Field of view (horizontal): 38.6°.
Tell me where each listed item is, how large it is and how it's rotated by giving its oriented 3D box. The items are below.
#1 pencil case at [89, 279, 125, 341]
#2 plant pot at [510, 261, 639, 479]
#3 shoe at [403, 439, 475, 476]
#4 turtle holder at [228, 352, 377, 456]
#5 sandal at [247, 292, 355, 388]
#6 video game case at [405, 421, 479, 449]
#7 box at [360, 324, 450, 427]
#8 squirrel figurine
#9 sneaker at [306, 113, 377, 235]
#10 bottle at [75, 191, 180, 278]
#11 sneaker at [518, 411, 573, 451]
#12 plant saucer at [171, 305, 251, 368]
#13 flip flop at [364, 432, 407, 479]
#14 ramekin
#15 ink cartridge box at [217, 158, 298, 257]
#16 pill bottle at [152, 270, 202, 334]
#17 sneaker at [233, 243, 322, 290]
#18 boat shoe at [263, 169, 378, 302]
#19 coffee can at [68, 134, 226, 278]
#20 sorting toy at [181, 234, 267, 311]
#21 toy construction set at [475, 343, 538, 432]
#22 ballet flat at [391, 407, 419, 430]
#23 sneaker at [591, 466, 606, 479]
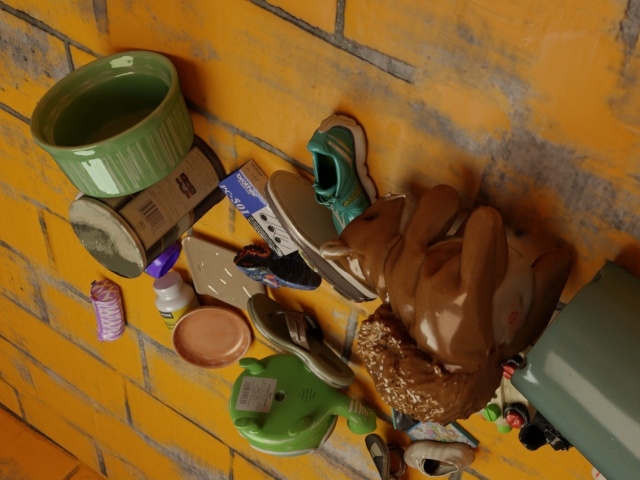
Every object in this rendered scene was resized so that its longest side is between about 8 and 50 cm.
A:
[{"bbox_3d":[-0.613,0.204,2.627,0.086,0.088,0.206,26,143,20],"label":"pencil case"},{"bbox_3d":[0.495,0.230,1.392,0.334,0.341,0.341,40,146,17],"label":"plant pot"},{"bbox_3d":[0.258,0.501,2.085,0.076,0.058,0.219,52,144,-12],"label":"shoe"},{"bbox_3d":[-0.049,0.394,2.189,0.227,0.320,0.243,69,178,-53],"label":"turtle holder"},{"bbox_3d":[-0.034,0.213,2.075,0.302,0.120,0.086,37,117,5],"label":"sandal"},{"bbox_3d":[0.275,0.450,2.082,0.119,0.015,0.166,41,145,3],"label":"video game case"},{"bbox_3d":[0.182,0.254,1.840,0.183,0.056,0.231,56,173,-19],"label":"box"},{"bbox_3d":[0.158,0.100,1.526,0.370,0.281,0.397,21,96,43],"label":"squirrel figurine"},{"bbox_3d":[0.028,-0.098,1.667,0.107,0.110,0.275,15,137,34],"label":"sneaker"},{"bbox_3d":[-0.476,-0.030,2.242,0.283,0.092,0.118,39,146,5],"label":"bottle"},{"bbox_3d":[0.471,0.322,1.659,0.109,0.130,0.286,45,144,0],"label":"sneaker"},{"bbox_3d":[-0.275,0.239,2.299,0.200,0.037,0.200,-3,124,-4],"label":"plant saucer"},{"bbox_3d":[0.175,0.542,2.220,0.112,0.080,0.277,63,178,41],"label":"flip flop"},{"bbox_3d":[-0.397,-0.224,1.796,0.303,0.303,0.148,16,144,33],"label":"ramekin"},{"bbox_3d":[-0.114,-0.064,1.896,0.207,0.046,0.097,51,143,-11],"label":"ink cartridge box"},{"bbox_3d":[-0.360,0.172,2.332,0.103,0.103,0.184,10,134,38],"label":"pill bottle"},{"bbox_3d":[-0.083,0.067,1.990,0.221,0.083,0.087,16,153,36],"label":"sneaker"},{"bbox_3d":[0.000,0.000,1.796,0.324,0.117,0.096,44,142,-11],"label":"boat shoe"},{"bbox_3d":[-0.358,-0.082,1.913,0.201,0.275,0.202,26,142,23],"label":"coffee can"},{"bbox_3d":[-0.220,0.080,2.164,0.208,0.038,0.193,16,137,27],"label":"sorting toy"},{"bbox_3d":[0.306,0.239,1.711,0.215,0.151,0.328,9,133,38],"label":"toy construction set"},{"bbox_3d":[0.178,0.335,2.021,0.074,0.074,0.203,7,125,40],"label":"ballet flat"},{"bbox_3d":[0.570,0.450,1.742,0.057,0.075,0.161,47,144,-6],"label":"sneaker"}]
